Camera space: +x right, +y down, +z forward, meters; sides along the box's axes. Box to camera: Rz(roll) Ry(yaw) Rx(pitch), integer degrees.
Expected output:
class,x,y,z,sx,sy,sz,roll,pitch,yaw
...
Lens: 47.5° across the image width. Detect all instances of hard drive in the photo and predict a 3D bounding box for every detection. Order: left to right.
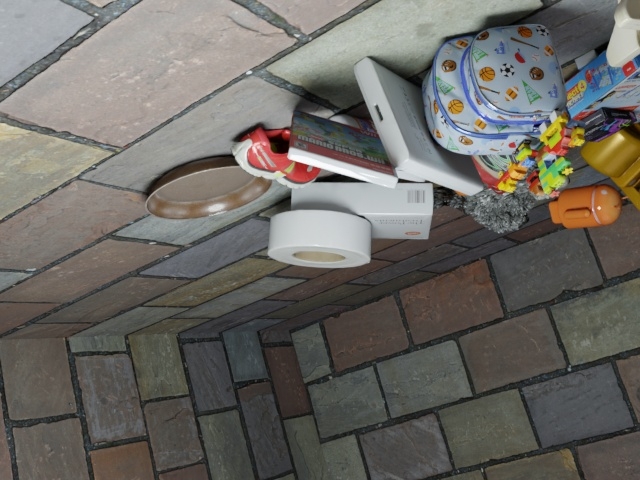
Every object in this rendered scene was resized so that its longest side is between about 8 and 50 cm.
class,x,y,z,sx,sy,sz,roll,pitch,yaw
hard drive,0.212,-0.226,1.510,0.047,0.233,0.353,-31,158,29

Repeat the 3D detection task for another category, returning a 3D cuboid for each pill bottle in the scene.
class,x,y,z,sx,sy,sz,roll,pitch,yaw
pill bottle,0.106,-0.219,1.675,0.121,0.121,0.216,-28,162,38

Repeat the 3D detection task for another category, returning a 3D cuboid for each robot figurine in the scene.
class,x,y,z,sx,sy,sz,roll,pitch,yaw
robot figurine,0.803,-0.103,2.181,0.219,0.128,0.158,-6,158,44

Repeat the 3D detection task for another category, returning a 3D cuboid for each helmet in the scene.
class,x,y,z,sx,sy,sz,roll,pitch,yaw
helmet,0.483,-0.251,1.872,0.169,0.161,0.169,-15,165,-4

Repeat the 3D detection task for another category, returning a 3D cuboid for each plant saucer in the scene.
class,x,y,z,sx,sy,sz,roll,pitch,yaw
plant saucer,-0.270,-0.129,1.748,0.311,0.050,0.310,-16,165,-4

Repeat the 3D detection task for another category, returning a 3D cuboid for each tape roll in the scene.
class,x,y,z,sx,sy,sz,roll,pitch,yaw
tape roll,0.000,0.000,1.984,0.286,0.100,0.286,3,166,1

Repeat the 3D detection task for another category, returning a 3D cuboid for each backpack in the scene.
class,x,y,z,sx,sy,sz,roll,pitch,yaw
backpack,0.338,-0.288,1.426,0.263,0.276,0.213,-9,160,-3

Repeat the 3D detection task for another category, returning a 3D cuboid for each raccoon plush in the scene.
class,x,y,z,sx,sy,sz,roll,pitch,yaw
raccoon plush,0.534,-0.166,2.199,0.446,0.216,0.299,-11,157,-18

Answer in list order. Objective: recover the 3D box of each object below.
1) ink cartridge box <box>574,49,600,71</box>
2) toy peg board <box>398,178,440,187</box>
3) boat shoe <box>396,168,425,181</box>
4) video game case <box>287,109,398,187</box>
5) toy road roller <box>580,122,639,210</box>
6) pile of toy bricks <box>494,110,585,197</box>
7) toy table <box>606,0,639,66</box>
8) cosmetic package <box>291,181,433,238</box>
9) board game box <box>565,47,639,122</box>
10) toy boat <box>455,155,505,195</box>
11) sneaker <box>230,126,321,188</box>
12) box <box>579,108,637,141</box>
class,x,y,z,sx,sy,sz,roll,pitch,yaw
ink cartridge box,0.632,-0.412,1.699,0.048,0.028,0.083,-25,163,32
toy peg board,0.288,-0.218,1.997,0.161,0.079,0.160,-12,149,-16
boat shoe,0.164,-0.214,1.836,0.258,0.095,0.084,6,115,-27
video game case,0.039,-0.184,1.418,0.204,0.025,0.285,15,-158,-7
toy road roller,0.893,-0.229,2.064,0.241,0.329,0.202,-5,143,-37
pile of toy bricks,0.432,-0.133,1.375,0.118,0.105,0.212,8,144,-22
toy table,0.597,-0.444,1.295,0.274,0.161,0.252,-10,164,-20
cosmetic package,0.122,-0.079,2.051,0.377,0.097,0.284,1,169,7
board game box,0.741,-0.374,1.729,0.308,0.086,0.302,-10,164,-25
toy boat,0.441,-0.185,2.053,0.151,0.151,0.231,-40,159,11
sneaker,-0.071,-0.192,1.632,0.118,0.107,0.279,-36,160,30
box,0.684,-0.280,1.783,0.162,0.029,0.116,-3,160,-40
